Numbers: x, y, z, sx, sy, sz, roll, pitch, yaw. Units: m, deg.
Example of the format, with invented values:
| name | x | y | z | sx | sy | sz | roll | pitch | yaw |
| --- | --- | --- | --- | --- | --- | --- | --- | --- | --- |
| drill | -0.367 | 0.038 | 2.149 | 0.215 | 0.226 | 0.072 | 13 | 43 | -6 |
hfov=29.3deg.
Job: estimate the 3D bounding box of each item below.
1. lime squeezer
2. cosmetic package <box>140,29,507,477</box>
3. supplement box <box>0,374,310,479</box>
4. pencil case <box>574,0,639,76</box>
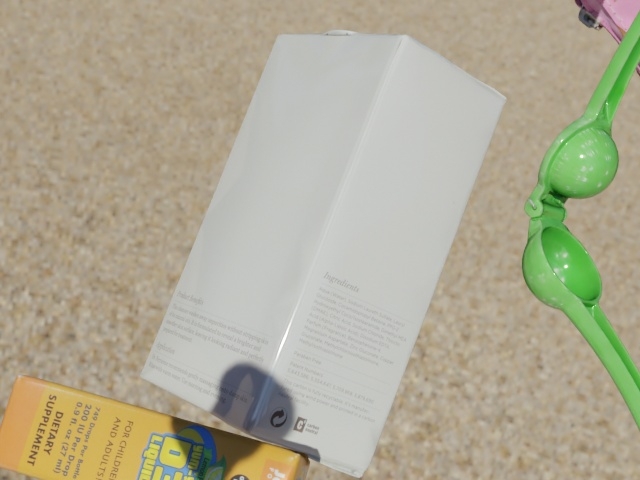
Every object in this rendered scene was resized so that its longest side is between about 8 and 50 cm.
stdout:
| name | x | y | z | sx | sy | sz | roll | pitch | yaw |
| --- | --- | --- | --- | --- | --- | --- | --- | --- | --- |
| lime squeezer | 0.169 | -0.023 | 0.732 | 0.058 | 0.311 | 0.110 | 8 | -7 | -28 |
| cosmetic package | 0.000 | 0.000 | 1.177 | 0.156 | 0.385 | 0.217 | 27 | -6 | -36 |
| supplement box | -0.130 | 0.172 | 0.952 | 0.233 | 0.078 | 0.080 | 14 | -13 | 6 |
| pencil case | 0.380 | -0.128 | 1.064 | 0.386 | 0.167 | 0.160 | 53 | 43 | -6 |
